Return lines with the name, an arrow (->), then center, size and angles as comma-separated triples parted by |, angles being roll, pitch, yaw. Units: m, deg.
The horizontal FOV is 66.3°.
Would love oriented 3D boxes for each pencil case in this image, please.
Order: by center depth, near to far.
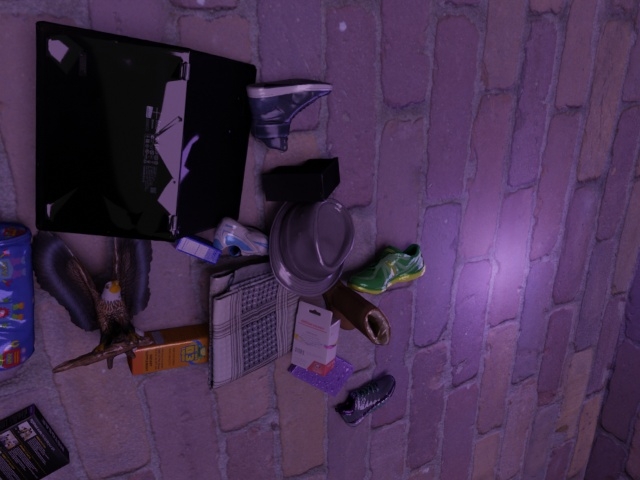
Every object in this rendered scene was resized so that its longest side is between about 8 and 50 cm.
pencil case -> -0.657, 0.116, 0.995 | 0.133, 0.119, 0.306 | -4, 110, -38

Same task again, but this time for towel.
towel -> -0.161, 0.204, 1.302 | 0.312, 0.056, 0.324 | -15, 117, -44

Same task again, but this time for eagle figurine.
eagle figurine -> -0.469, 0.113, 1.071 | 0.225, 0.298, 0.226 | -33, 158, 18

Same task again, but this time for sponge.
sponge -> 0.006, 0.405, 1.543 | 0.210, 0.031, 0.117 | 38, 87, -34

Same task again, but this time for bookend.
bookend -> -0.045, -0.159, 1.259 | 0.157, 0.156, 0.072 | 2, 115, 17

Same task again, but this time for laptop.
laptop -> -0.348, -0.214, 1.047 | 0.407, 0.236, 0.382 | 5, 106, -15

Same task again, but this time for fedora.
fedora -> 0.000, 0.000, 1.246 | 0.243, 0.124, 0.275 | 26, 65, -30

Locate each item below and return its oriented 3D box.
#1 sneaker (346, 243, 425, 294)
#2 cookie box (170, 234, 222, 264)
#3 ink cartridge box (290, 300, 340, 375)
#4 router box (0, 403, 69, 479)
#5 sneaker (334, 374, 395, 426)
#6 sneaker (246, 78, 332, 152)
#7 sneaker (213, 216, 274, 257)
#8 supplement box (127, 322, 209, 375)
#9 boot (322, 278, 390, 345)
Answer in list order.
sneaker -> 0.194, 0.080, 1.490 | 0.295, 0.109, 0.124 | -18, 109, -33
cookie box -> -0.303, 0.011, 1.177 | 0.107, 0.092, 0.040 | 26, 91, -34
ink cartridge box -> -0.012, 0.270, 1.401 | 0.067, 0.115, 0.198 | -21, 122, -59
router box -> -0.702, 0.495, 1.161 | 0.133, 0.046, 0.179 | -26, 120, -20
sneaker -> 0.154, 0.523, 1.645 | 0.223, 0.083, 0.098 | -43, 119, -8
sneaker -> -0.070, -0.304, 1.194 | 0.226, 0.086, 0.163 | -17, 119, -27
sneaker -> -0.181, 0.007, 1.223 | 0.086, 0.085, 0.237 | -60, 148, 3
supplement box -> -0.365, 0.272, 1.250 | 0.233, 0.080, 0.078 | -5, 112, -32
boot -> 0.106, 0.224, 1.385 | 0.089, 0.269, 0.236 | -40, 123, -11
